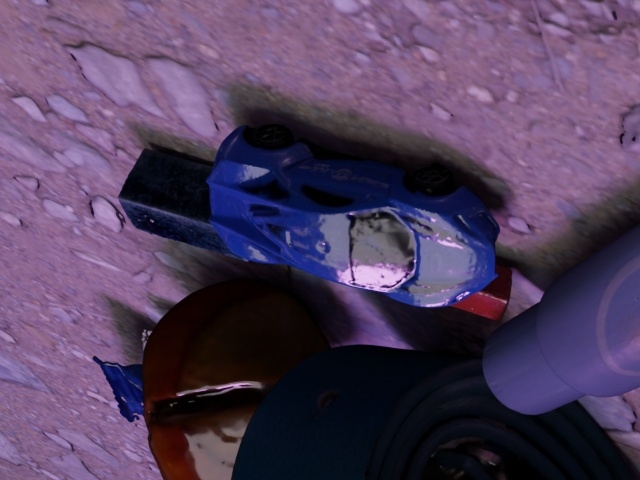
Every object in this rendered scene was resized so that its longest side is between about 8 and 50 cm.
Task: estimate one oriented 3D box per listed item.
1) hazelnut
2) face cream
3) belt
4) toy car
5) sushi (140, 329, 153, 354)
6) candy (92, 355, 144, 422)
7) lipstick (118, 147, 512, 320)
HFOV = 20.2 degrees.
[{"bbox_3d":[-0.073,0.140,1.499,0.181,0.212,0.181,-12,174,18],"label":"hazelnut"},{"bbox_3d":[0.217,0.030,1.093,0.135,0.086,0.385,31,152,-12],"label":"face cream"},{"bbox_3d":[0.108,0.267,1.417,0.173,0.300,0.436,1,142,48],"label":"belt"},{"bbox_3d":[0.017,-0.010,1.213,0.216,0.063,0.103,17,130,25],"label":"toy car"},{"bbox_3d":[-0.077,0.186,1.638,0.192,0.040,0.210,3,120,25],"label":"sushi"},{"bbox_3d":[-0.059,0.185,1.730,0.331,0.077,0.187,19,158,15],"label":"candy"},{"bbox_3d":[0.000,0.000,1.312,0.312,0.051,0.051,16,153,23],"label":"lipstick"}]
